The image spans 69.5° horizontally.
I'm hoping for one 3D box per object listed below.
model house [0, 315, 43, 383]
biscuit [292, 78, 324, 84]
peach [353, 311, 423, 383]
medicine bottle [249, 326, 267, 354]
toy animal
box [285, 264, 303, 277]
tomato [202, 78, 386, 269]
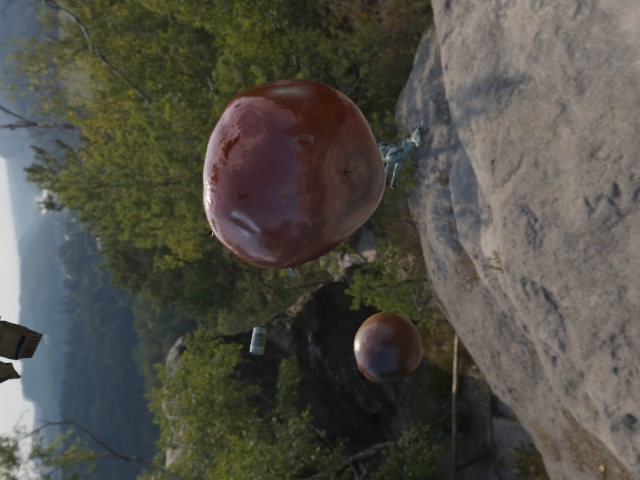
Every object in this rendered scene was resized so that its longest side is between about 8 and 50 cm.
[{"bbox_3d":[-1.029,0.352,1.496,0.122,0.188,0.229,-5,59,41],"label":"model house"},{"bbox_3d":[-0.122,-0.353,1.456,0.143,0.426,0.079,16,150,21],"label":"biscuit"},{"bbox_3d":[0.230,0.377,1.599,0.252,0.252,0.253,18,111,56],"label":"peach"},{"bbox_3d":[-0.207,0.337,1.544,0.047,0.047,0.083,-38,40,55],"label":"medicine bottle"},{"bbox_3d":[0.214,-0.237,1.381,0.255,0.089,0.170,-6,71,44],"label":"toy animal"},{"bbox_3d":[-0.098,0.031,1.348,0.023,0.090,0.133,-24,112,40],"label":"box"},{"bbox_3d":[-0.045,-0.108,0.825,0.272,0.341,0.342,15,110,37],"label":"tomato"}]
